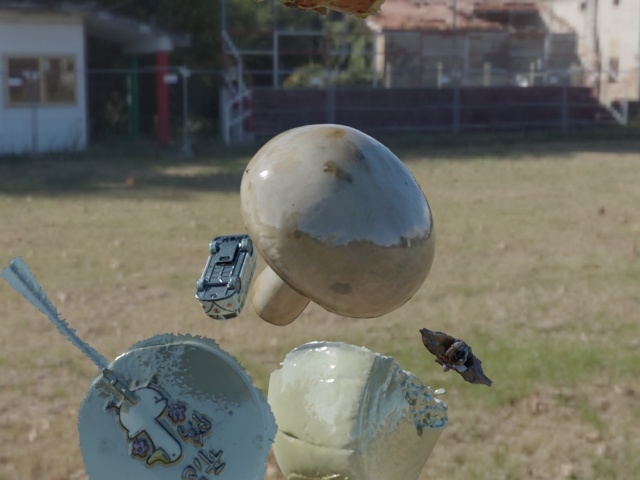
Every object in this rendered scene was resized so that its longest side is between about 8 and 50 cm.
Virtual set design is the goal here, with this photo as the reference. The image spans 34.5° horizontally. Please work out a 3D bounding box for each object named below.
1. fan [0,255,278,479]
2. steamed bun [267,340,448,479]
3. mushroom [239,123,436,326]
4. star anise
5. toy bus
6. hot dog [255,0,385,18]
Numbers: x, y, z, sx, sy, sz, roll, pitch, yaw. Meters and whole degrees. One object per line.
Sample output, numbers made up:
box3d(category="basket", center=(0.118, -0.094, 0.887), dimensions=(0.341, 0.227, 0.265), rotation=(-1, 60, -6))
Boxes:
box3d(category="fan", center=(-0.237, 0.171, 1.222), dimensions=(0.415, 0.233, 0.012), rotation=(41, -2, 9))
box3d(category="steamed bun", center=(0.037, 0.307, 1.794), dimensions=(0.290, 0.272, 0.273), rotation=(-20, 36, 45))
box3d(category="mushroom", center=(0.000, 0.000, 1.013), dimensions=(0.207, 0.207, 0.215), rotation=(-10, -31, -47))
box3d(category="star anise", center=(0.216, 0.186, 1.599), dimensions=(0.129, 0.056, 0.124), rotation=(34, -8, 30))
box3d(category="toy bus", center=(-0.173, 0.071, 1.936), dimensions=(0.087, 0.089, 0.194), rotation=(-4, 37, 13))
box3d(category="hot dog", center=(0.003, -0.321, 1.157), dimensions=(0.213, 0.146, 0.103), rotation=(5, 48, -37))
